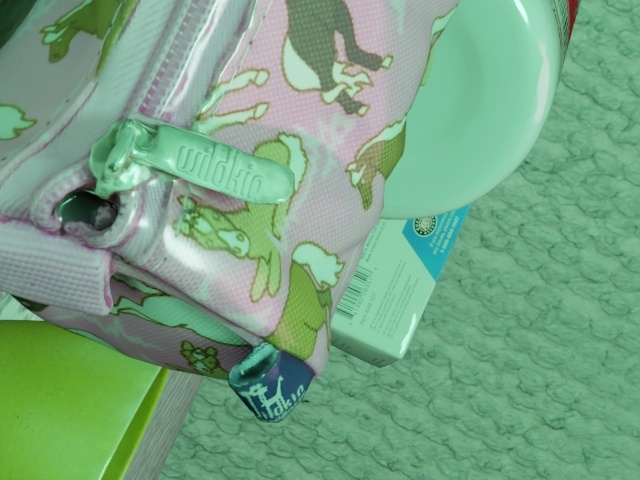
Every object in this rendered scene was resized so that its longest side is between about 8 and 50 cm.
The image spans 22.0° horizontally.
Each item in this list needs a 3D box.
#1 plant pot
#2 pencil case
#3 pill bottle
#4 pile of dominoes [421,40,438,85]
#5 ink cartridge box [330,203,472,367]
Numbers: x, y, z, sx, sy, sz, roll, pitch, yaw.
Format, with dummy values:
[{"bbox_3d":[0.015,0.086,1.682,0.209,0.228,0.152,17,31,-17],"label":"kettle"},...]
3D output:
[{"bbox_3d":[-0.134,0.087,0.706,0.134,0.095,0.134,25,90,-90],"label":"plant pot"},{"bbox_3d":[0.004,-0.142,0.550,0.167,0.160,0.386,19,-99,48],"label":"pencil case"},{"bbox_3d":[0.085,-0.195,1.264,0.407,0.229,0.229,-63,178,-62],"label":"pill bottle"},{"bbox_3d":[0.082,-0.217,0.762,0.196,0.040,0.251,109,-13,-54],"label":"pile of dominoes"},{"bbox_3d":[0.000,0.000,1.637,0.168,0.233,0.171,124,-8,-81],"label":"ink cartridge box"}]
